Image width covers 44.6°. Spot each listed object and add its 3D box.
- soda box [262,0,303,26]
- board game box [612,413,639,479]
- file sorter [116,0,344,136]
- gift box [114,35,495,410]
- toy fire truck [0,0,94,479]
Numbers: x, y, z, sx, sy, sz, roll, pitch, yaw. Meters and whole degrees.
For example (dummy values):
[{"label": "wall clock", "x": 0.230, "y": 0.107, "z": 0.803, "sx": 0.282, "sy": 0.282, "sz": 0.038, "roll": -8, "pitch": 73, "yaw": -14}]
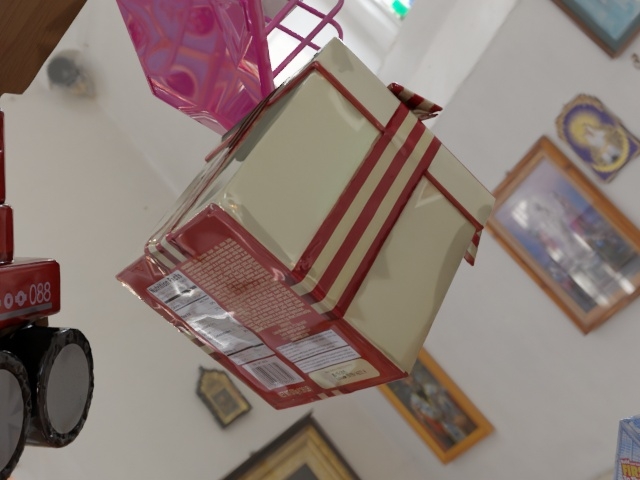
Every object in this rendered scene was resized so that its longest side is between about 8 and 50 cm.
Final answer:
[{"label": "soda box", "x": -0.107, "y": -0.392, "z": 1.041, "sx": 0.074, "sy": 0.069, "sz": 0.216, "roll": -50, "pitch": -46, "yaw": -23}, {"label": "board game box", "x": 0.356, "y": 0.274, "z": 0.758, "sx": 0.060, "sy": 0.194, "sz": 0.194, "roll": -7, "pitch": 2, "yaw": -23}, {"label": "file sorter", "x": -0.089, "y": -0.266, "z": 0.875, "sx": 0.182, "sy": 0.202, "sz": 0.291, "roll": -52, "pitch": -17, "yaw": -20}, {"label": "gift box", "x": 0.000, "y": 0.000, "z": 0.767, "sx": 0.255, "sy": 0.276, "sz": 0.258, "roll": -21, "pitch": 31, "yaw": 49}, {"label": "toy fire truck", "x": -0.165, "y": -0.023, "z": 0.303, "sx": 0.158, "sy": 0.247, "sz": 0.217, "roll": 1, "pitch": 2, "yaw": 9}]
